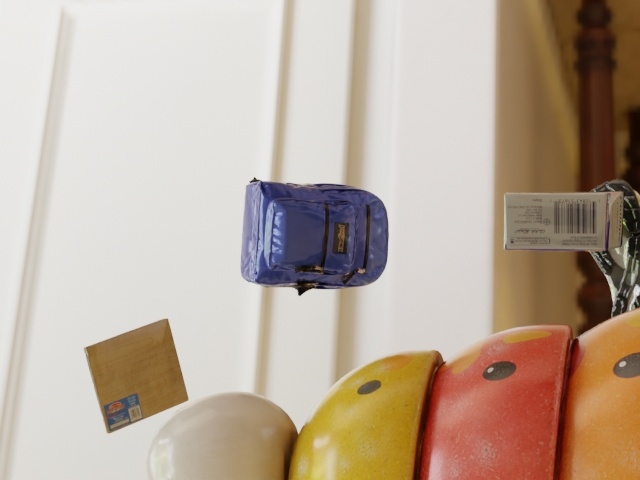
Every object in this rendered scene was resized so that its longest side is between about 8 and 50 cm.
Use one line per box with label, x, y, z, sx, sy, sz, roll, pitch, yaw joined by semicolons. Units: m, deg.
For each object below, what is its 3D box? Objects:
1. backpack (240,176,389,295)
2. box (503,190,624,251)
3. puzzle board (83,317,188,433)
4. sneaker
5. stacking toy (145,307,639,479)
backpack;0.000;0.000;1.416;0.120;0.098;0.101;4;-175;-17
box;0.299;-0.024;2.018;0.126;0.072;0.137;1;-177;20
puzzle board;-0.201;0.146;1.800;0.011;0.096;0.128;-10;-174;40
sneaker;0.430;0.068;2.094;0.121;0.300;0.111;8;155;-45
stacking toy;0.098;0.190;1.242;0.479;0.351;0.351;4;154;9
